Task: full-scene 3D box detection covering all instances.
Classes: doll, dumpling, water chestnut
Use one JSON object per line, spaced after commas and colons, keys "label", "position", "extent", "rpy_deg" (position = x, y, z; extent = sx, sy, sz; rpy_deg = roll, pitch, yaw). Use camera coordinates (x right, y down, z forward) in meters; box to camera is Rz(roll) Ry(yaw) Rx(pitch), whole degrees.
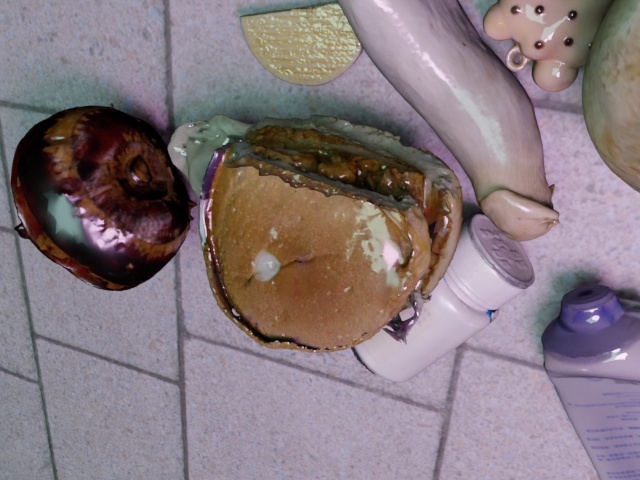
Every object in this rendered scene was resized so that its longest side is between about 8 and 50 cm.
{"label": "doll", "position": [0.322, -0.289, 0.691], "extent": [0.278, 0.119, 0.154], "rpy_deg": [-31, 99, 22]}
{"label": "dumpling", "position": [-0.124, -0.113, 0.951], "extent": [0.250, 0.132, 0.162], "rpy_deg": [25, 124, 13]}
{"label": "water chestnut", "position": [-0.362, -0.058, 0.997], "extent": [0.300, 0.300, 0.300], "rpy_deg": [10, 116, 21]}

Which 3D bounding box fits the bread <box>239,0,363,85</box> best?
{"label": "bread", "position": [-0.015, -0.277, 0.887], "extent": [0.193, 0.036, 0.112], "rpy_deg": [0, 117, 22]}

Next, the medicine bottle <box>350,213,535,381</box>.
{"label": "medicine bottle", "position": [0.169, 0.086, 0.899], "extent": [0.143, 0.143, 0.258], "rpy_deg": [46, 124, 0]}

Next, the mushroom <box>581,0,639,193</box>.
{"label": "mushroom", "position": [0.421, -0.160, 0.571], "extent": [0.352, 0.352, 0.260], "rpy_deg": [-41, 47, 32]}

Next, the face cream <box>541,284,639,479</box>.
{"label": "face cream", "position": [0.439, 0.248, 0.855], "extent": [0.235, 0.137, 0.420], "rpy_deg": [-13, 111, 50]}

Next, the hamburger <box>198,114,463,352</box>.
{"label": "hamburger", "position": [0.000, 0.000, 0.793], "extent": [0.318, 0.195, 0.276], "rpy_deg": [24, 120, 20]}

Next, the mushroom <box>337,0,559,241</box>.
{"label": "mushroom", "position": [0.170, -0.179, 0.768], "extent": [0.126, 0.177, 0.397], "rpy_deg": [-33, 100, 34]}
